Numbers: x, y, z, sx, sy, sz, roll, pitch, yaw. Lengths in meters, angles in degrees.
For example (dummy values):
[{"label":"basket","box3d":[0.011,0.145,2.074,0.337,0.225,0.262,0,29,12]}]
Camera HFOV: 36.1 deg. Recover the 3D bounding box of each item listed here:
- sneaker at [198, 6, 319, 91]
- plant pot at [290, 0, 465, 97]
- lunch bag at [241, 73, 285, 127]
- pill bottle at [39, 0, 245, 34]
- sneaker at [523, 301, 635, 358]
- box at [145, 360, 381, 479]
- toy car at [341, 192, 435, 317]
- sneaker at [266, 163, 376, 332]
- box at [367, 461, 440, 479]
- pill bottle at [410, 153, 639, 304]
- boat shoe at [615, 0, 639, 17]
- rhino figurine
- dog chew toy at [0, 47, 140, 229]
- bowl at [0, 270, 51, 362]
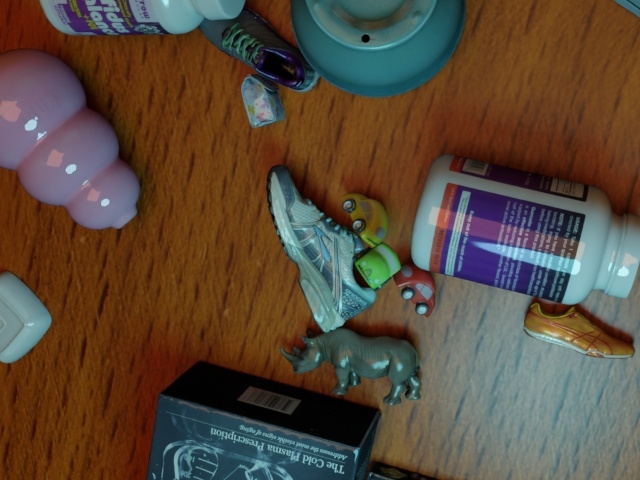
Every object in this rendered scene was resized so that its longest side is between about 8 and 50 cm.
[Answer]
[{"label":"sneaker","box3d":[-0.105,-0.312,1.558,0.224,0.098,0.083,30,106,7]},{"label":"plant pot","box3d":[0.078,-0.347,1.403,0.272,0.255,0.271,0,95,5]},{"label":"lunch bag","box3d":[-0.093,-0.228,1.584,0.053,0.071,0.083,-17,95,14]},{"label":"pill bottle","box3d":[-0.275,-0.406,1.532,0.302,0.169,0.169,3,101,20]},{"label":"sneaker","box3d":[0.407,0.141,1.534,0.175,0.064,0.067,18,94,7]},{"label":"box","box3d":[-0.105,0.412,1.650,0.343,0.179,0.312,13,104,12]},{"label":"toy car","box3d":[0.103,0.026,1.503,0.053,0.225,0.239,-35,90,15]},{"label":"sneaker","box3d":[0.000,0.000,1.603,0.122,0.110,0.283,-23,95,-2]},{"label":"box","box3d":[0.173,0.490,1.661,0.220,0.051,0.175,15,103,10]},{"label":"pill bottle","box3d":[0.307,-0.011,1.467,0.323,0.181,0.181,14,103,11]},{"label":"boat shoe","box3d":[0.416,-0.423,1.418,0.302,0.109,0.094,36,91,-4]},{"label":"rhino figurine","box3d":[0.049,0.198,1.628,0.243,0.073,0.106,9,106,14]},{"label":"dog chew toy","box3d":[-0.431,-0.153,1.623,0.206,0.206,0.332,-40,96,17]},{"label":"bowl","box3d":[-0.576,0.144,1.784,0.142,0.053,0.142,46,106,2]}]
